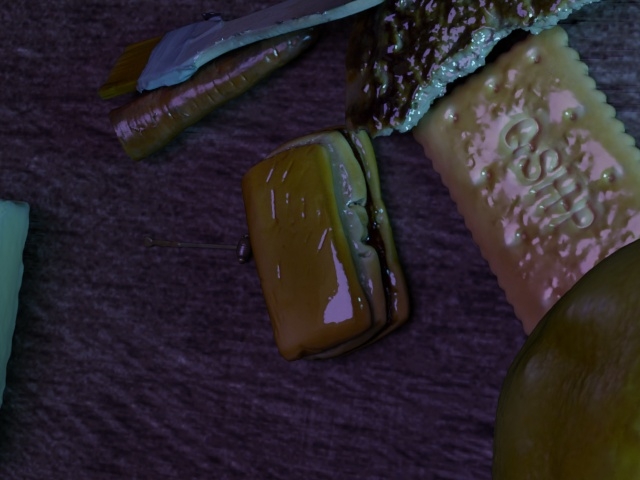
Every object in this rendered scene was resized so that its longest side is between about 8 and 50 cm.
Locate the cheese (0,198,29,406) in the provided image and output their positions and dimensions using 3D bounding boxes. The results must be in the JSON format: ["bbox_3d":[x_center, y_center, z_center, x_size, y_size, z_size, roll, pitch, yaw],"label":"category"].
[{"bbox_3d":[-0.420,0.075,1.548,0.242,0.124,0.266,9,90,16],"label":"cheese"}]

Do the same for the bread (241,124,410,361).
[{"bbox_3d":[0.000,0.000,1.386,0.116,0.077,0.200,-24,71,33],"label":"bread"}]

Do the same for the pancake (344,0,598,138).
[{"bbox_3d":[0.140,-0.202,1.334,0.244,0.057,0.266,8,84,32],"label":"pancake"}]

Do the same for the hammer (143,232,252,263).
[{"bbox_3d":[-0.114,0.005,1.482,0.123,0.014,0.029,3,75,33],"label":"hammer"}]

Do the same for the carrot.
[{"bbox_3d":[-0.092,-0.142,1.470,0.224,0.057,0.057,-26,71,20],"label":"carrot"}]

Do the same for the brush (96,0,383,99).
[{"bbox_3d":[-0.067,-0.185,1.429,0.336,0.020,0.085,-12,40,39],"label":"brush"}]

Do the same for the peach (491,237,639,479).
[{"bbox_3d":[0.276,0.147,1.087,0.314,0.281,0.316,-4,60,60],"label":"peach"}]

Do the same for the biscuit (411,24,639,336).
[{"bbox_3d":[0.186,-0.041,1.307,0.160,0.030,0.250,-35,68,21],"label":"biscuit"}]
